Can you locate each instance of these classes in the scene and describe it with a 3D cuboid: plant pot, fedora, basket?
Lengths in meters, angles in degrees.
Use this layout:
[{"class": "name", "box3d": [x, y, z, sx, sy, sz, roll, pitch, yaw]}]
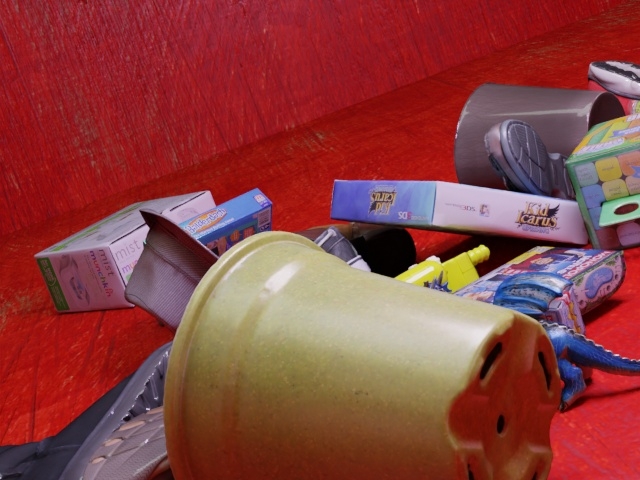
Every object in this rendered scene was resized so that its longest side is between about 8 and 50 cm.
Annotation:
[{"class": "plant pot", "box3d": [0.053, 0.137, 1.108, 0.254, 0.276, 0.276, 4, 25, 35]}, {"class": "fedora", "box3d": [-0.188, 0.071, 1.832, 0.124, 0.243, 0.275, -51, 9, -5]}, {"class": "basket", "box3d": [0.349, -0.160, 2.047, 0.227, 0.154, 0.204, 1, 58, 42]}]

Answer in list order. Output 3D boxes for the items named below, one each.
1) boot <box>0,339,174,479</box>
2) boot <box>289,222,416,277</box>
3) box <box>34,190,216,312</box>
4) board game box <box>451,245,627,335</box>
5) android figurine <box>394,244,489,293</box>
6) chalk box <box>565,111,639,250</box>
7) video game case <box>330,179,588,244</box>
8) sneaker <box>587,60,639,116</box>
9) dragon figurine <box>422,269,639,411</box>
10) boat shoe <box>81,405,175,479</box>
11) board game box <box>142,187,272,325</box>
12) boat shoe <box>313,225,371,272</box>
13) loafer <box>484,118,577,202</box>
[{"class": "boot", "box3d": [-0.335, 0.254, 1.436, 0.445, 0.146, 0.367, -18, 11, 28]}, {"class": "boot", "box3d": [0.000, 0.000, 1.981, 0.264, 0.096, 0.280, -14, 12, -3]}, {"class": "box", "box3d": [-0.340, 0.018, 2.388, 0.231, 0.127, 0.262, -7, 18, 43]}, {"class": "board game box", "box3d": [0.243, 0.073, 1.454, 0.194, 0.060, 0.194, -26, 16, -26]}, {"class": "android figurine", "box3d": [0.083, 0.077, 1.592, 0.273, 0.056, 0.248, -26, -3, -17]}, {"class": "chalk box", "box3d": [0.398, -0.073, 1.655, 0.132, 0.132, 0.213, -14, 14, 28]}, {"class": "video game case", "box3d": [0.182, -0.040, 1.764, 0.244, 0.061, 0.269, 5, 0, -28]}, {"class": "sneaker", "box3d": [0.518, -0.191, 2.034, 0.107, 0.118, 0.279, -10, 30, -27]}, {"class": "dragon figurine", "box3d": [0.202, 0.085, 1.274, 0.289, 0.144, 0.085, -10, 17, 37]}, {"class": "boat shoe", "box3d": [-0.076, 0.200, 1.246, 0.132, 0.130, 0.355, -13, 8, 38]}, {"class": "board game box", "box3d": [-0.174, 0.026, 2.055, 0.210, 0.160, 0.047, -26, 52, -27]}, {"class": "boat shoe", "box3d": [-0.063, 0.069, 1.660, 0.306, 0.105, 0.113, -32, -3, -35]}, {"class": "loafer", "box3d": [0.281, -0.093, 1.824, 0.084, 0.096, 0.267, -13, -20, 29]}]
